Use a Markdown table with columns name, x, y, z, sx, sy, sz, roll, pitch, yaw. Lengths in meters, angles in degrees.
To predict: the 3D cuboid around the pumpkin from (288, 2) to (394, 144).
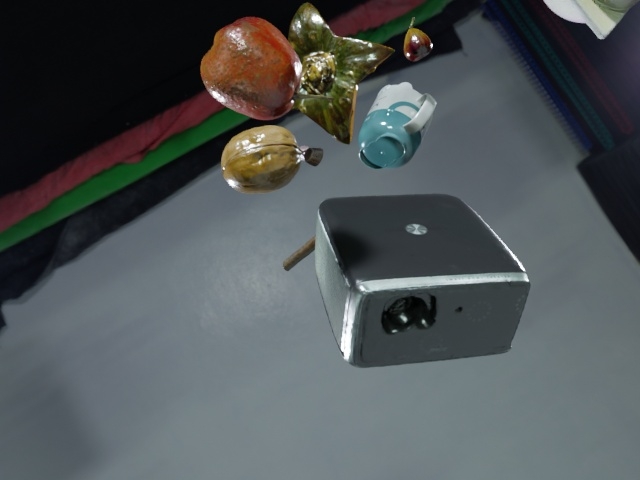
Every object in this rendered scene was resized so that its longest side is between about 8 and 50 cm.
| name | x | y | z | sx | sy | sz | roll | pitch | yaw |
| --- | --- | --- | --- | --- | --- | --- | --- | --- | --- |
| pumpkin | 0.007 | -0.413 | 1.259 | 0.258 | 0.290 | 0.095 | -61 | -19 | 13 |

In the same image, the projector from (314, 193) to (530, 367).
| name | x | y | z | sx | sy | sz | roll | pitch | yaw |
| --- | --- | --- | --- | --- | --- | --- | --- | --- | --- |
| projector | 0.203 | 0.074 | 1.202 | 0.395 | 0.242 | 0.405 | -4 | 32 | -11 |

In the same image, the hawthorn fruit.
| name | x | y | z | sx | sy | sz | roll | pitch | yaw |
| --- | --- | --- | --- | --- | --- | --- | --- | --- | --- |
| hawthorn fruit | -0.088 | -0.264 | 0.849 | 0.162 | 0.203 | 0.162 | -55 | -4 | -5 |

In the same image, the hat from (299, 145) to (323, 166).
| name | x | y | z | sx | sy | sz | roll | pitch | yaw |
| --- | --- | --- | --- | --- | --- | --- | --- | --- | --- |
| hat | -0.033 | -0.254 | 1.525 | 0.087 | 0.042 | 0.058 | -2 | -62 | -43 |

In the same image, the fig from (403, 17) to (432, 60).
| name | x | y | z | sx | sy | sz | roll | pitch | yaw |
| --- | --- | --- | --- | --- | --- | --- | --- | --- | --- |
| fig | 0.295 | -0.635 | 1.629 | 0.089 | 0.125 | 0.089 | -22 | 1 | 1 |

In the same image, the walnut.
| name | x | y | z | sx | sy | sz | roll | pitch | yaw |
| --- | --- | --- | --- | --- | --- | --- | --- | --- | --- |
| walnut | -0.147 | -0.201 | 1.297 | 0.207 | 0.167 | 0.167 | -16 | -7 | -4 |

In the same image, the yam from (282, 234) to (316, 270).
| name | x | y | z | sx | sy | sz | roll | pitch | yaw |
| --- | --- | --- | --- | --- | --- | --- | --- | --- | --- |
| yam | 0.000 | 0.000 | 1.739 | 0.327 | 0.045 | 0.045 | -37 | -29 | 20 |

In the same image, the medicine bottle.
| name | x | y | z | sx | sy | sz | roll | pitch | yaw |
| --- | --- | --- | --- | --- | --- | --- | --- | --- | --- |
| medicine bottle | 0.595 | -0.599 | 1.075 | 0.406 | 0.236 | 0.236 | -47 | 2 | -25 |

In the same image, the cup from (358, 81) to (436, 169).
| name | x | y | z | sx | sy | sz | roll | pitch | yaw |
| --- | --- | --- | --- | --- | --- | --- | --- | --- | --- |
| cup | 0.278 | -0.402 | 1.803 | 0.290 | 0.219 | 0.257 | -23 | 33 | 52 |
